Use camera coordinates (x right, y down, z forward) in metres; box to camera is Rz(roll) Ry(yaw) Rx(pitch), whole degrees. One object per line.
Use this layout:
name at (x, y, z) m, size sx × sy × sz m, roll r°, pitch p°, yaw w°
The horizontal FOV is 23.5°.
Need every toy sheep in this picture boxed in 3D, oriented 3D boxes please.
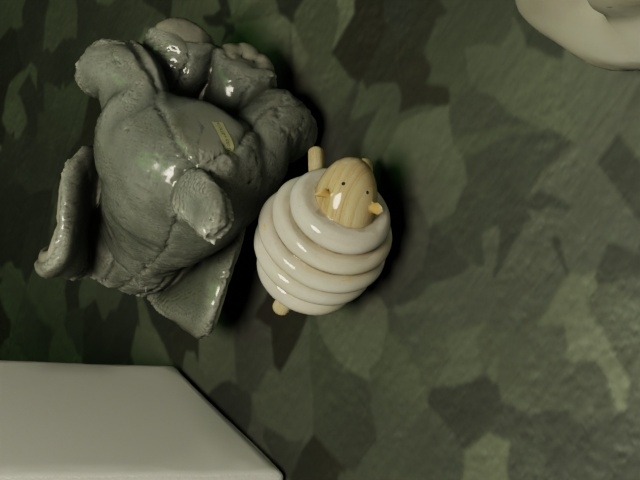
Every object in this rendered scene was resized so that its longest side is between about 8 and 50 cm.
toy sheep at (0.000, 0.000, 0.944) m, size 0.091 × 0.091 × 0.132 m, roll 63°, pitch 145°, yaw 34°

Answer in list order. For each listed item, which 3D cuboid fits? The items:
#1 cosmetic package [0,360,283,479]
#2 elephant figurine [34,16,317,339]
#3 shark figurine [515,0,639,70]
cosmetic package at (-0.272, 0.205, 0.958) m, size 0.161 × 0.453 × 0.230 m, roll 35°, pitch 113°, yaw 47°
elephant figurine at (-0.112, -0.014, 1.042) m, size 0.169 × 0.186 × 0.239 m, roll 44°, pitch 129°, yaw 15°
shark figurine at (0.181, -0.139, 0.710) m, size 0.278 × 0.116 × 0.166 m, roll -37°, pitch 59°, yaw 45°
